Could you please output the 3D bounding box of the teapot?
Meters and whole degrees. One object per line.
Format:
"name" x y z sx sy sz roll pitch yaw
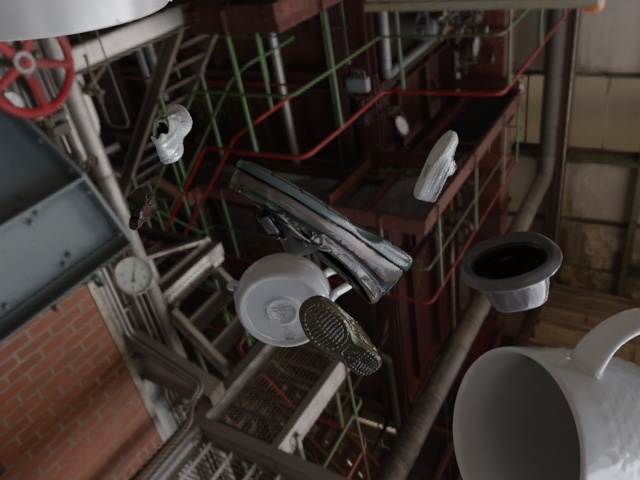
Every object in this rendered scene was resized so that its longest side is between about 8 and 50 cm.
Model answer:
"teapot" -0.080 0.124 1.415 0.256 0.252 0.187 32 -154 -11

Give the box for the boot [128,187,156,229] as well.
"boot" -0.405 -0.086 1.315 0.037 0.106 0.114 22 -161 -2

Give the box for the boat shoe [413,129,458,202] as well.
"boat shoe" 0.292 -0.174 1.374 0.063 0.184 0.066 17 -161 -17

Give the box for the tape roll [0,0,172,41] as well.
"tape roll" -0.303 -0.331 0.612 0.246 0.169 0.246 -4 -146 3

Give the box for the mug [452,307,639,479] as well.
"mug" 0.442 0.271 0.896 0.328 0.373 0.276 7 -157 -24

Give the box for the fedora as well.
"fedora" 0.486 0.092 1.432 0.244 0.124 0.275 -19 -162 7

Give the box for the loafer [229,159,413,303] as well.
"loafer" 0.000 0.000 0.678 0.084 0.268 0.096 -60 -149 3

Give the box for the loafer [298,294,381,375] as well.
"loafer" 0.023 0.122 0.750 0.056 0.148 0.050 -36 -154 9

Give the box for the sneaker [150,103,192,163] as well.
"sneaker" -0.276 -0.212 1.052 0.054 0.061 0.152 -12 -133 10
